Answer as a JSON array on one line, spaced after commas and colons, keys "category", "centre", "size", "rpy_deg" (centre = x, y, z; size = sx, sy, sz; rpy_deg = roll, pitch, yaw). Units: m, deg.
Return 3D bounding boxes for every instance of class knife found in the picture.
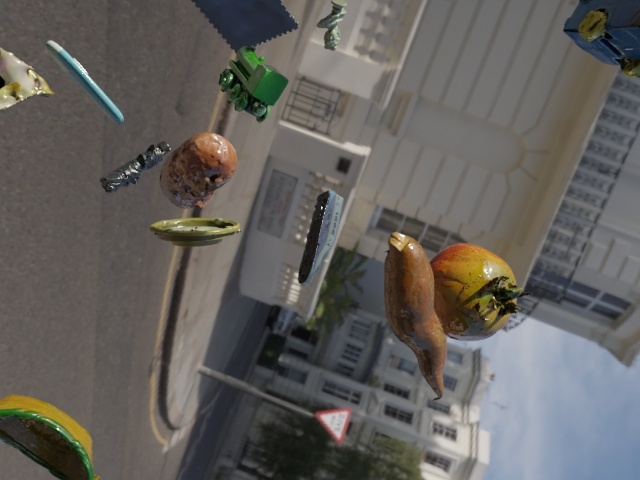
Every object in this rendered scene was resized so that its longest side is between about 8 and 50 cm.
[{"category": "knife", "centre": [-0.512, -0.345, 1.365], "size": [0.031, 0.222, 0.064], "rpy_deg": [-50, -160, -26]}]

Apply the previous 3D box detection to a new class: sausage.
[{"category": "sausage", "centre": [-0.180, -0.088, 0.875], "size": [0.327, 0.087, 0.079], "rpy_deg": [171, -84, -73]}]

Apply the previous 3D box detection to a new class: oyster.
[{"category": "oyster", "centre": [-0.541, -0.248, 0.962], "size": [0.209, 0.132, 0.072], "rpy_deg": [-30, -167, -23]}]

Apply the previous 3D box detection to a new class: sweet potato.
[{"category": "sweet potato", "centre": [0.096, 0.080, 0.622], "size": [0.056, 0.057, 0.194], "rpy_deg": [-67, 141, -65]}]

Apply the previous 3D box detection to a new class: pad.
[{"category": "pad", "centre": [-0.232, -0.674, 1.799], "size": [0.269, 0.270, 0.012], "rpy_deg": [48, 49, -38]}]

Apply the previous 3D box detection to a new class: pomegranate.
[{"category": "pomegranate", "centre": [0.312, 0.107, 1.300], "size": [0.235, 0.210, 0.210], "rpy_deg": [-7, -121, 61]}]

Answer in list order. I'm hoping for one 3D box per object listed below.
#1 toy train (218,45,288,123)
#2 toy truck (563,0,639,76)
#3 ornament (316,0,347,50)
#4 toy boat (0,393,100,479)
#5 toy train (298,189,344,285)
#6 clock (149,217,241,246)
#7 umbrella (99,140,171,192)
[{"category": "toy train", "centre": [-0.151, -0.346, 1.352], "size": [0.119, 0.085, 0.251], "rpy_deg": [-56, -145, 18]}, {"category": "toy truck", "centre": [0.592, -0.376, 1.047], "size": [0.162, 0.161, 0.385], "rpy_deg": [-61, -158, 5]}, {"category": "ornament", "centre": [0.024, -0.416, 1.191], "size": [0.068, 0.041, 0.092], "rpy_deg": [-48, 159, -12]}, {"category": "toy boat", "centre": [-0.391, 0.295, 0.886], "size": [0.089, 0.229, 0.088], "rpy_deg": [-37, -157, 27]}, {"category": "toy train", "centre": [0.000, 0.000, 1.357], "size": [0.052, 0.051, 0.233], "rpy_deg": [-27, -138, 48]}, {"category": "clock", "centre": [-0.328, -0.019, 1.644], "size": [0.237, 0.237, 0.057], "rpy_deg": [-63, 152, -78]}, {"category": "umbrella", "centre": [-0.527, -0.210, 1.804], "size": [0.224, 0.071, 0.080], "rpy_deg": [-41, -157, -23]}]
